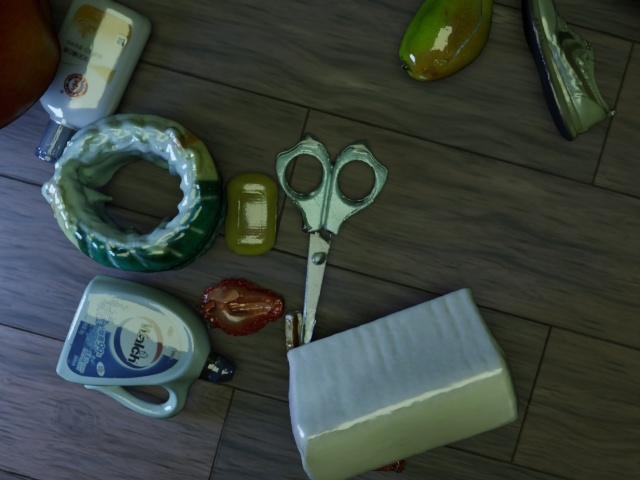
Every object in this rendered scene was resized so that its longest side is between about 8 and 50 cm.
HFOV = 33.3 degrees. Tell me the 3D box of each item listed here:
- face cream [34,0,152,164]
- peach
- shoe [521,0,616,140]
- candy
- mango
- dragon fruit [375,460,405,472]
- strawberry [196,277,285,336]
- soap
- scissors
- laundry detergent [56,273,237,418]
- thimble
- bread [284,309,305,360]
[{"bbox_3d":[-0.398,-0.266,1.785,0.143,0.071,0.291,26,95,-1],"label":"face cream"},{"bbox_3d":[-0.579,-0.320,1.661,0.405,0.310,0.335,-29,87,24],"label":"peach"},{"bbox_3d":[0.401,-0.306,1.758,0.098,0.103,0.275,-21,100,1],"label":"shoe"},{"bbox_3d":[0.123,0.234,1.731,0.358,0.208,0.145,-19,137,3],"label":"candy"},{"bbox_3d":[0.223,-0.360,1.752,0.125,0.111,0.233,40,81,-13],"label":"mango"},{"bbox_3d":[0.084,0.357,1.807,0.126,0.112,0.068,4,80,1],"label":"dragon fruit"},{"bbox_3d":[-0.137,0.114,1.821,0.152,0.048,0.104,-6,97,5],"label":"strawberry"},{"bbox_3d":[-0.117,-0.045,1.809,0.088,0.045,0.140,3,93,1],"label":"soap"},{"bbox_3d":[0.000,0.000,1.798,0.191,0.029,0.361,9,85,-1],"label":"scissors"},{"bbox_3d":[-0.283,0.192,1.800,0.280,0.105,0.215,23,103,-3],"label":"laundry detergent"},{"bbox_3d":[-0.299,-0.074,1.742,0.288,0.167,0.254,3,85,5],"label":"thimble"},{"bbox_3d":[-0.042,0.161,1.822,0.036,0.047,0.083,0,94,8],"label":"bread"}]
